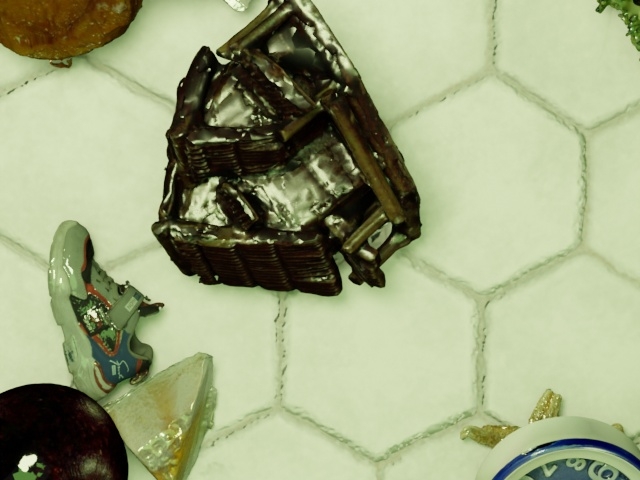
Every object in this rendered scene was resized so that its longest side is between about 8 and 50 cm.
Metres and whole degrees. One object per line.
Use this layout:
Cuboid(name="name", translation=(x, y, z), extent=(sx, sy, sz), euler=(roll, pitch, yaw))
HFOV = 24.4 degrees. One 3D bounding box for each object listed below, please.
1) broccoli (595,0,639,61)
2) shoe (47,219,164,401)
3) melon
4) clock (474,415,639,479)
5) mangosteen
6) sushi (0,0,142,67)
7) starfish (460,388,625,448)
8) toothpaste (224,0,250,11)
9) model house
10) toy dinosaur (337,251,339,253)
Cuboid(name="broccoli", translation=(0.401, -0.297, 1.777), extent=(0.154, 0.160, 0.167), euler=(32, 106, 22))
Cuboid(name="shoe", translation=(-0.258, 0.082, 1.809), extent=(0.126, 0.099, 0.227), euler=(-10, 101, 6))
Cuboid(name="melon", translation=(-0.202, 0.225, 1.829), extent=(0.140, 0.093, 0.202), euler=(15, 101, -3))
Cuboid(name="clock", translation=(0.304, 0.332, 1.842), extent=(0.230, 0.083, 0.230), euler=(-2, 114, -4))
Cuboid(name="mangosteen", translation=(-0.356, 0.268, 1.770), extent=(0.228, 0.265, 0.228), euler=(-22, 125, -36))
Cuboid(name="sushi", translation=(-0.291, -0.315, 1.746), extent=(0.296, 0.179, 0.166), euler=(-15, 120, 25))
Cuboid(name="starfish", translation=(0.280, 0.263, 1.877), extent=(0.210, 0.053, 0.150), euler=(13, 90, -2))
Cuboid(name="toothpaste", translation=(-0.027, -0.423, 1.763), extent=(0.100, 0.066, 0.323), euler=(41, 93, -5))
Cuboid(name="model house", translation=(-0.063, -0.066, 1.704), extent=(0.282, 0.317, 0.297), euler=(-34, 71, -8))
Cuboid(name="toy dinosaur", translation=(0.000, 0.000, 1.849), extent=(0.083, 0.030, 0.047), euler=(-20, 95, -1))
